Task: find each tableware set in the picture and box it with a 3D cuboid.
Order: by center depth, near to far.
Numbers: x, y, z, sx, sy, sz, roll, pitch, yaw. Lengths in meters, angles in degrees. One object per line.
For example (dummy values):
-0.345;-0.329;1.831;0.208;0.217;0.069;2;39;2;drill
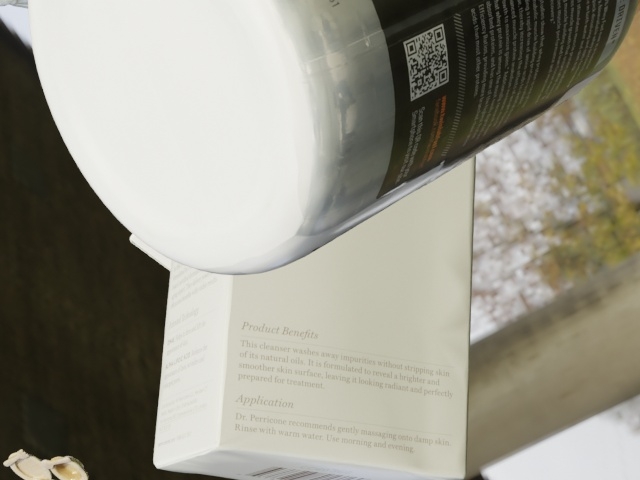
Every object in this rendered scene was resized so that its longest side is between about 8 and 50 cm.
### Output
-0.337;0.333;1.872;0.168;0.141;0.020;53;-139;-27;tableware set

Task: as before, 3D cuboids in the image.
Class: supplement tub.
0.031;-0.126;0.703;0.316;0.193;0.193;-30;-89;-39;supplement tub

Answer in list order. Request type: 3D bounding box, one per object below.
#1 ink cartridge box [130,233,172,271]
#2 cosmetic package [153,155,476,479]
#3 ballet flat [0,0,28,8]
-0.108;-0.086;1.809;0.121;0.211;0.289;36;-160;-3;ink cartridge box
0.000;0.000;1.136;0.217;0.156;0.385;12;-110;-22;cosmetic package
-0.388;-0.318;1.563;0.139;0.400;0.139;11;-90;-77;ballet flat
